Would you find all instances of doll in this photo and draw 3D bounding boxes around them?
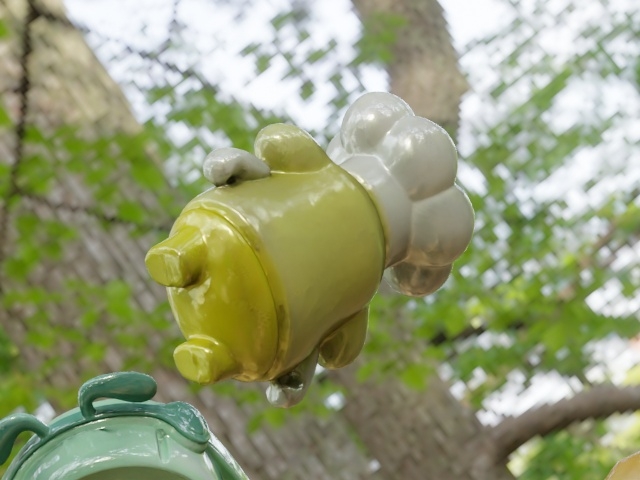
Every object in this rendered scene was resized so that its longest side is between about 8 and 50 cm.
[{"bbox_3d":[0.000,0.000,0.759,0.062,0.106,0.162,1,21,43],"label":"doll"}]

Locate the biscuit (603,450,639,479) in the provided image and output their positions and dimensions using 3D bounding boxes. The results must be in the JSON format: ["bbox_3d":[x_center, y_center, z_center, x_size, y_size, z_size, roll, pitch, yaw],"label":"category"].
[{"bbox_3d":[0.056,0.148,0.362,0.205,0.040,0.309,-25,28,7],"label":"biscuit"}]

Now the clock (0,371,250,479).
[{"bbox_3d":[-0.125,0.164,1.167,0.148,0.060,0.188,-26,-55,6],"label":"clock"}]
